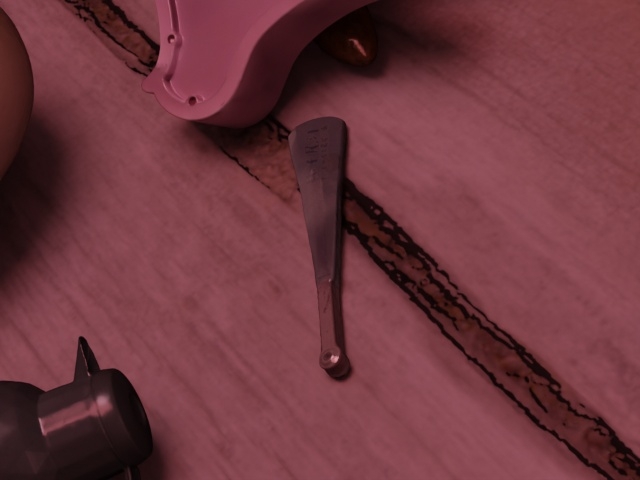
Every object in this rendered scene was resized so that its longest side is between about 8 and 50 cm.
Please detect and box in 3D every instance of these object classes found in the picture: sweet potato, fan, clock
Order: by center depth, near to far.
[{"bbox_3d":[0.000,0.000,1.266,0.057,0.023,0.282,-13,50,14],"label":"fan"},{"bbox_3d":[-0.025,-0.234,1.331,0.290,0.080,0.275,9,91,32],"label":"clock"},{"bbox_3d":[-0.014,-0.293,1.445,0.114,0.092,0.341,-6,52,0],"label":"sweet potato"}]

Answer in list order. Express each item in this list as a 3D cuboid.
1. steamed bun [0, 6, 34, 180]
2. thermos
[{"bbox_3d":[-0.398,-0.096,1.363,0.324,0.206,0.324,-47,14,16],"label":"steamed bun"},{"bbox_3d":[-0.269,0.204,1.164,0.286,0.145,0.182,-22,81,7],"label":"thermos"}]
